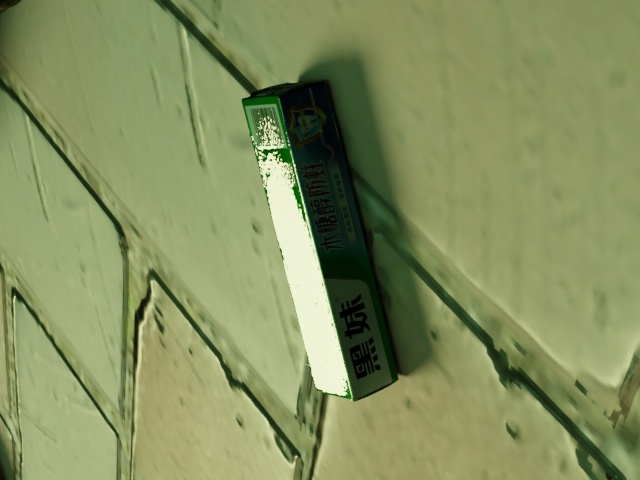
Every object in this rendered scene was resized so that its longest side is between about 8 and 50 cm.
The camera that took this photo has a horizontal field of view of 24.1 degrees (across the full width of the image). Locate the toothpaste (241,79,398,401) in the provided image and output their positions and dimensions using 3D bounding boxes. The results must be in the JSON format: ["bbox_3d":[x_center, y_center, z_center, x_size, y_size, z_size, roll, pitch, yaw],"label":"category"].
[{"bbox_3d":[0.000,0.000,0.393,0.020,0.017,0.083,4,112,57],"label":"toothpaste"}]

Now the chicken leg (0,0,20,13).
[{"bbox_3d":[-0.141,-0.096,0.462,0.080,0.125,0.196,-81,4,-69],"label":"chicken leg"}]
